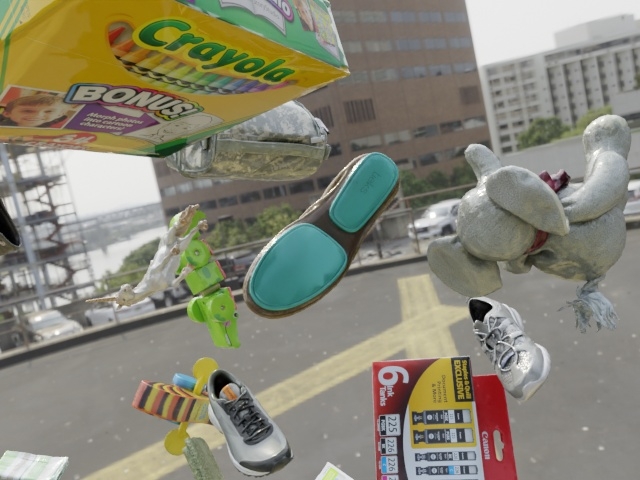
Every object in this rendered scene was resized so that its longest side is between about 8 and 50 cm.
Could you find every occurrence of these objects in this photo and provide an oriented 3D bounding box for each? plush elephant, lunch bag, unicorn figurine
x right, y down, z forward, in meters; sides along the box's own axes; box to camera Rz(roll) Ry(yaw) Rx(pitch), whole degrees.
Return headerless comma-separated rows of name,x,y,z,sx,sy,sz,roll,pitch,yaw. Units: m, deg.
plush elephant,0.300,-0.039,0.910,0.256,0.329,0.272,22,-41,-20
lunch bag,-0.163,-0.228,1.364,0.305,0.212,0.256,-2,20,-36
unicorn figurine,-0.201,0.029,0.778,0.111,0.060,0.162,-32,16,38

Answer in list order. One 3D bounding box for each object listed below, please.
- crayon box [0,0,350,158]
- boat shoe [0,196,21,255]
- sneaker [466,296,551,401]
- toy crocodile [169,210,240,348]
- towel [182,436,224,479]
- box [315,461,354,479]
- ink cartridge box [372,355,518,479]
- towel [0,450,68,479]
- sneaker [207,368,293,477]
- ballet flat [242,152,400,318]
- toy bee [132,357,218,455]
crayon box,-0.193,-0.190,0.640,0.313,0.106,0.363,-16,-5,30
boat shoe,-0.662,-0.116,1.171,0.096,0.335,0.112,-2,34,-1
sneaker,0.335,0.196,1.155,0.115,0.105,0.281,30,16,-12
toy crocodile,-0.265,0.095,1.424,0.105,0.340,0.115,-26,5,-40
towel,-0.214,0.443,1.166,0.027,0.148,0.110,-28,-15,-1
box,0.077,0.670,1.541,0.203,0.103,0.114,19,63,46
ink cartridge box,0.248,0.398,1.220,0.272,0.309,0.130,-6,-30,10
towel,-0.691,0.538,1.460,0.152,0.023,0.113,11,5,-8
sneaker,-0.147,0.338,1.147,0.100,0.107,0.271,-25,32,-26
ballet flat,0.000,0.000,0.938,0.342,0.116,0.124,-53,1,-28
toy bee,-0.251,0.343,1.306,0.162,0.195,0.298,17,12,21
